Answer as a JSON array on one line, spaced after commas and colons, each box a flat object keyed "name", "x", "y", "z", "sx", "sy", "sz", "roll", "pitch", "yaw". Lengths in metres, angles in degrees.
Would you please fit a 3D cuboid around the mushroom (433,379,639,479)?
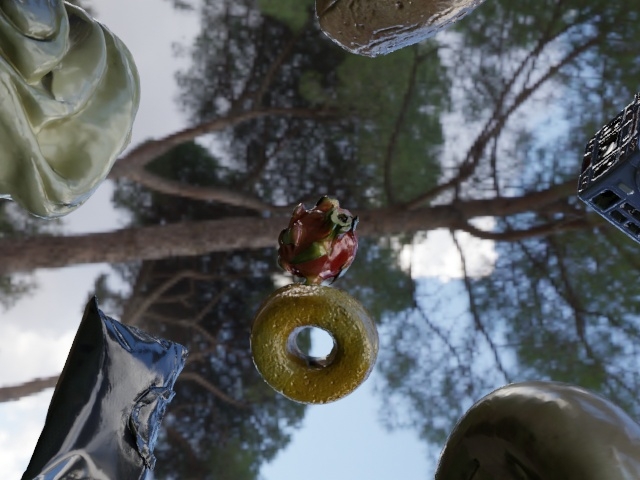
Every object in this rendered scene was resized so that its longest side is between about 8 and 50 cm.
[{"name": "mushroom", "x": 0.229, "y": 0.335, "z": 1.192, "sx": 0.362, "sy": 0.294, "sz": 0.362, "roll": 179, "pitch": -90, "yaw": -67}]

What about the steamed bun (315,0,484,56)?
[{"name": "steamed bun", "x": 0.104, "y": -0.403, "z": 1.420, "sx": 0.301, "sy": 0.199, "sz": 0.251, "roll": -29, "pitch": -140, "yaw": 33}]

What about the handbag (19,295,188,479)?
[{"name": "handbag", "x": -0.276, "y": 0.229, "z": 1.454, "sx": 0.088, "sy": 0.211, "sz": 0.254, "roll": 4, "pitch": -113, "yaw": 36}]

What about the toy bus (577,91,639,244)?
[{"name": "toy bus", "x": 0.418, "y": -0.024, "z": 1.155, "sx": 0.133, "sy": 0.292, "sz": 0.125, "roll": -43, "pitch": -162, "yaw": 45}]

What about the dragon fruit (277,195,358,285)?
[{"name": "dragon fruit", "x": 0.001, "y": -0.002, "z": 1.141, "sx": 0.116, "sy": 0.081, "sz": 0.086, "roll": -52, "pitch": -172, "yaw": 43}]

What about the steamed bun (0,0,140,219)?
[{"name": "steamed bun", "x": -0.367, "y": -0.199, "z": 1.233, "sx": 0.346, "sy": 0.394, "sz": 0.237, "roll": 35, "pitch": -59, "yaw": 24}]

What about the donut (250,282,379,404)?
[{"name": "donut", "x": -0.011, "y": 0.120, "z": 1.240, "sx": 0.058, "sy": 0.152, "sz": 0.152, "roll": -46, "pitch": 139, "yaw": -81}]
